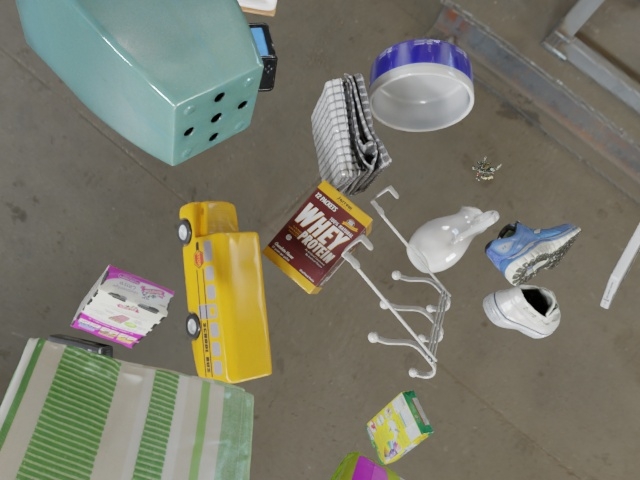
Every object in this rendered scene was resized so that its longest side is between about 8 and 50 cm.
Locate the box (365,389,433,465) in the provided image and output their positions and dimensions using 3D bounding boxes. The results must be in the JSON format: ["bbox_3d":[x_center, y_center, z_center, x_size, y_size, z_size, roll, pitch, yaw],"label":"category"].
[{"bbox_3d":[0.172,0.431,1.257,0.043,0.179,0.105,4,48,-35],"label":"box"}]

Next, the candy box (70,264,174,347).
[{"bbox_3d":[-0.463,0.160,1.287,0.159,0.233,0.071,28,49,-24],"label":"candy box"}]

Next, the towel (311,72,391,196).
[{"bbox_3d":[0.064,-0.239,1.313,0.122,0.284,0.234,-9,84,-9],"label":"towel"}]

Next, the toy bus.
[{"bbox_3d":[-0.179,0.089,1.032,0.108,0.130,0.332,-1,82,-44],"label":"toy bus"}]

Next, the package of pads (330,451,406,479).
[{"bbox_3d":[-0.016,0.312,0.356,0.101,0.229,0.296,27,94,10],"label":"package of pads"}]

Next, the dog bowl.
[{"bbox_3d":[0.256,-0.390,1.417,0.265,0.265,0.104,7,70,-7],"label":"dog bowl"}]

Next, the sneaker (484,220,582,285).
[{"bbox_3d":[0.547,0.000,1.427,0.330,0.129,0.147,-15,48,-39],"label":"sneaker"}]

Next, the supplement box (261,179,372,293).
[{"bbox_3d":[0.000,0.000,1.178,0.129,0.191,0.194,40,89,7],"label":"supplement box"}]

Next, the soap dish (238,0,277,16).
[{"bbox_3d":[-0.187,-0.647,1.171,0.229,0.290,0.118,-6,26,-36],"label":"soap dish"}]

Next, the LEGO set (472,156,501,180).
[{"bbox_3d":[0.325,-0.137,1.092,0.054,0.023,0.083,9,41,34],"label":"LEGO set"}]

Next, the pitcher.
[{"bbox_3d":[0.330,-0.010,1.375,0.207,0.178,0.125,-33,93,-18],"label":"pitcher"}]

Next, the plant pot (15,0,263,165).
[{"bbox_3d":[-0.175,-0.209,0.572,0.166,0.165,0.234,-36,79,-27],"label":"plant pot"}]

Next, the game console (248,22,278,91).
[{"bbox_3d":[-0.177,-0.405,1.234,0.144,0.085,0.124,3,79,16],"label":"game console"}]

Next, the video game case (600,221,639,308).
[{"bbox_3d":[0.657,0.037,1.179,0.022,0.173,0.190,27,75,30],"label":"video game case"}]

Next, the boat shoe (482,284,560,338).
[{"bbox_3d":[0.369,0.118,0.942,0.226,0.076,0.083,7,57,-45],"label":"boat shoe"}]

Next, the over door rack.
[{"bbox_3d":[0.148,0.083,1.115,0.324,0.108,0.239,59,31,-19],"label":"over door rack"}]

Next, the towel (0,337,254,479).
[{"bbox_3d":[-0.246,0.268,0.712,0.325,0.038,0.247,19,41,-19],"label":"towel"}]

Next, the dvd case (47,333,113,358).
[{"bbox_3d":[-0.415,0.289,0.945,0.030,0.180,0.238,0,91,-52],"label":"dvd case"}]
